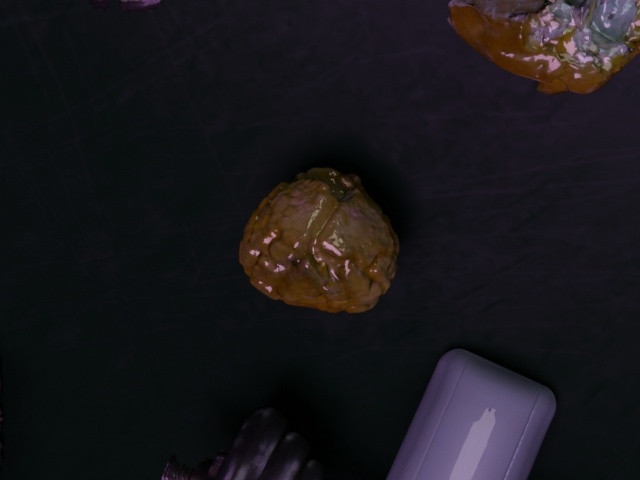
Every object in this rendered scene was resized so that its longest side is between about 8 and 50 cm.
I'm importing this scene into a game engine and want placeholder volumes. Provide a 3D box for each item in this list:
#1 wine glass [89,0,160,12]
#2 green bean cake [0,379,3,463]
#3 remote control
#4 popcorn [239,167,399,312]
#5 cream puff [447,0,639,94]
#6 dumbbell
[{"bbox_3d":[-0.127,-0.318,1.075,0.143,0.143,0.321,2,122,20],"label":"wine glass"},{"bbox_3d":[-0.364,0.206,1.486,0.094,0.173,0.181,15,128,10],"label":"green bean cake"},{"bbox_3d":[0.089,0.224,1.269,0.103,0.293,0.051,24,159,5],"label":"remote control"},{"bbox_3d":[0.000,0.000,1.260,0.121,0.116,0.106,-2,77,19],"label":"popcorn"},{"bbox_3d":[0.162,-0.162,1.072,0.121,0.156,0.156,4,129,56],"label":"cream puff"},{"bbox_3d":[0.053,0.276,1.367,0.406,0.179,0.179,24,127,6],"label":"dumbbell"}]
